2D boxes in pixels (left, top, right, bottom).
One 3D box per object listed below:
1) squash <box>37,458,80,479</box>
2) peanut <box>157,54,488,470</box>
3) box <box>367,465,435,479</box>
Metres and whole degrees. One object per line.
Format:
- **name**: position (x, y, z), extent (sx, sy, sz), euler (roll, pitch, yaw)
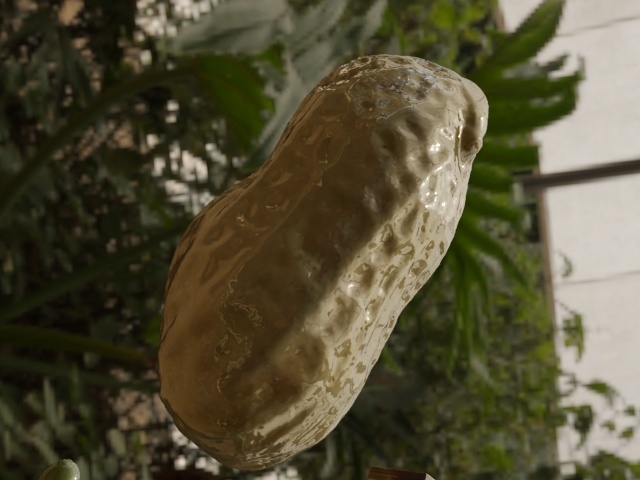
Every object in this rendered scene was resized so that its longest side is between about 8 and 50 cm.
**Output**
- **squash**: position (-0.340, 0.350, 1.595), extent (0.052, 0.052, 0.183), euler (71, 33, -62)
- **peanut**: position (0.000, 0.000, 0.848), extent (0.313, 0.152, 0.152), euler (-56, 157, -20)
- **box**: position (0.135, 0.361, 1.906), extent (0.133, 0.090, 0.023), euler (45, 53, -52)
